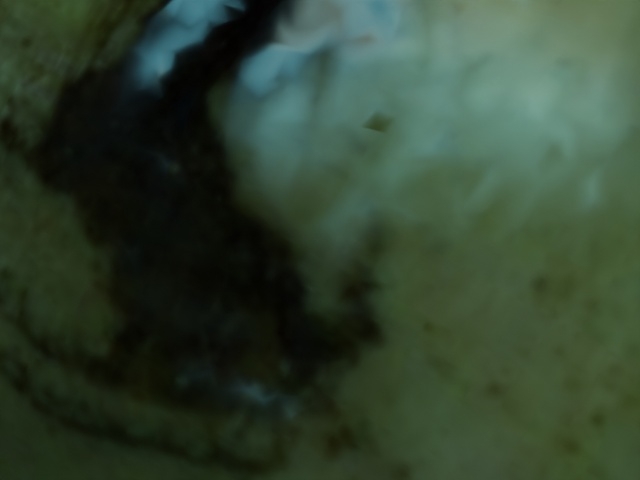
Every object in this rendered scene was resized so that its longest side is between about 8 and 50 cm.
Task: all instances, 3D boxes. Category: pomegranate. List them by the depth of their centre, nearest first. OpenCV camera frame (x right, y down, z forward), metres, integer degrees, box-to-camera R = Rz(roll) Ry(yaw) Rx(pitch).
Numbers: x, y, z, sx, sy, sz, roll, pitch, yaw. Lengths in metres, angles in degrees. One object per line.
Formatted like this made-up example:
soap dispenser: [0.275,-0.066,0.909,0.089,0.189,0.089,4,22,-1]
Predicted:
pomegranate: [0.000,0.000,0.461,0.322,0.322,0.322,3,61,-5]
